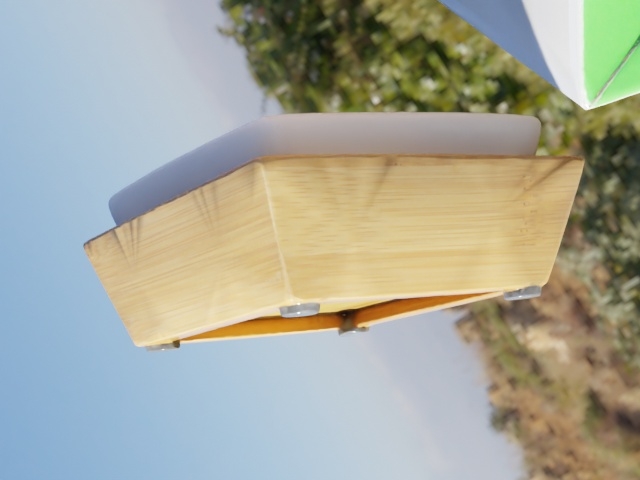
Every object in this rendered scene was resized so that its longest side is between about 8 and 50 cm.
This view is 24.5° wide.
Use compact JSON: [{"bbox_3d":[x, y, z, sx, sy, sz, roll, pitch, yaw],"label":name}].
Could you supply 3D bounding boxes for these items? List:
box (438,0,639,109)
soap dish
[{"bbox_3d":[0.067,-0.212,0.429,0.231,0.127,0.262,-131,27,-50],"label":"box"},{"bbox_3d":[0.000,0.000,0.983,0.291,0.229,0.118,-20,75,59],"label":"soap dish"}]
